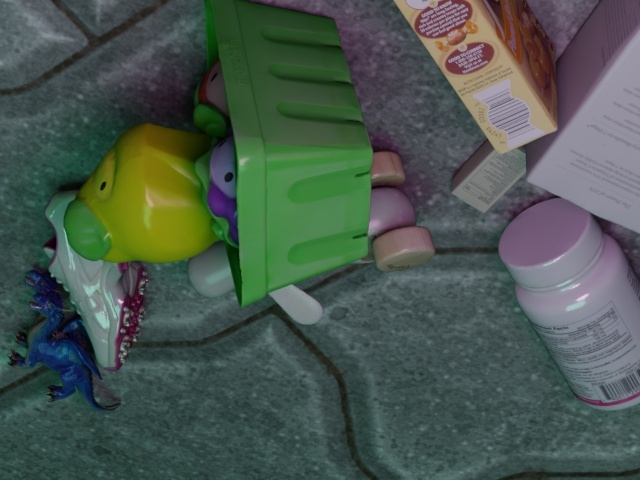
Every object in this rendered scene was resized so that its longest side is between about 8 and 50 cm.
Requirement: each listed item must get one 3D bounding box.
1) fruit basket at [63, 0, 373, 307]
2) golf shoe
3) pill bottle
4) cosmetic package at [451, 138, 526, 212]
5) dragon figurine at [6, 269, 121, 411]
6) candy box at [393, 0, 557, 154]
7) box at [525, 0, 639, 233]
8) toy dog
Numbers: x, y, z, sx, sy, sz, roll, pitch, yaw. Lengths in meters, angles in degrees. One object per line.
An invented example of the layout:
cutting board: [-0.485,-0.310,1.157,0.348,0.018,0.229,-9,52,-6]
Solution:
fruit basket: [-0.139,-0.101,1.901,0.392,0.392,0.283,5,130,3]
golf shoe: [-0.324,0.051,2.232,0.140,0.115,0.306,10,123,10]
pill bottle: [0.363,0.086,2.130,0.160,0.160,0.283,-20,124,22]
cosmetic package: [0.231,-0.096,2.071,0.060,0.041,0.115,31,127,-19]
dragon figurine: [-0.368,0.169,2.340,0.144,0.085,0.289,-27,120,27]
candy box: [0.171,-0.277,1.834,0.087,0.183,0.316,-23,123,23]
box: [0.425,-0.195,1.882,0.215,0.168,0.345,24,128,-13]
toy dog: [0.000,0.000,2.109,0.333,0.220,0.161,1,162,16]
